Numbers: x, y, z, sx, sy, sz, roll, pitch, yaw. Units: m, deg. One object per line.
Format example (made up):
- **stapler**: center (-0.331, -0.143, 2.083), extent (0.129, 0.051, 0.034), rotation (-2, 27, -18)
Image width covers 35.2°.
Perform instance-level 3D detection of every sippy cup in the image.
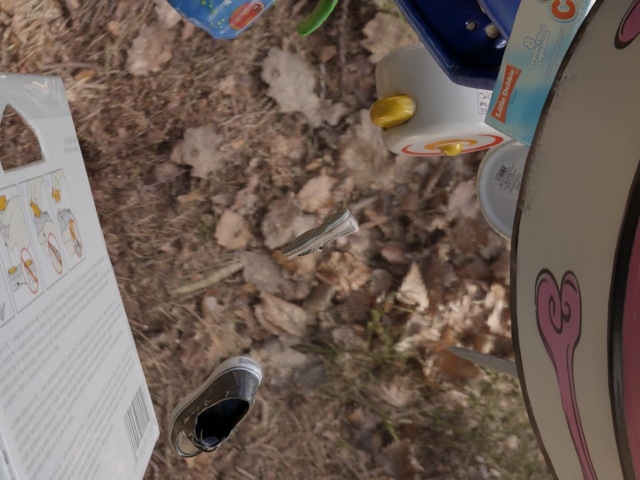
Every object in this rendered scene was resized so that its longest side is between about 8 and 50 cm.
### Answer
- **sippy cup**: center (-0.130, -0.433, 1.514), extent (0.305, 0.240, 0.224), rotation (47, 109, 8)

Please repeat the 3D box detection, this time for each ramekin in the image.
- **ramekin**: center (0.341, -0.084, 1.571), extent (0.109, 0.207, 0.207), rotation (-19, 102, -50)

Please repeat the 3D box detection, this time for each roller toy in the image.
- **roller toy**: center (0.176, -0.191, 1.410), extent (0.191, 0.209, 0.146), rotation (-7, 84, 17)

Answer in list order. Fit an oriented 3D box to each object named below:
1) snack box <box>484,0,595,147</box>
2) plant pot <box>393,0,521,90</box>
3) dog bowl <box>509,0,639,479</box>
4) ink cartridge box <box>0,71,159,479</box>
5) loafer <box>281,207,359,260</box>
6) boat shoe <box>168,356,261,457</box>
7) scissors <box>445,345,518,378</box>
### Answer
- **snack box**: center (0.270, -0.168, 0.742), extent (0.322, 0.060, 0.187), rotation (-9, 123, -39)
- **plant pot**: center (0.189, -0.303, 1.006), extent (0.212, 0.236, 0.236), rotation (-41, 108, -5)
- **dog bowl**: center (0.271, 0.025, 0.322), extent (0.408, 0.150, 0.408), rotation (1, 100, 6)
- **ink cartridge box**: center (-0.151, 0.040, 0.501), extent (0.060, 0.275, 0.239), rotation (-15, 99, 0)
- **loafer**: center (0.000, 0.000, 1.493), extent (0.125, 0.045, 0.039), rotation (-33, 108, 22)
- **boat shoe**: center (-0.149, 0.250, 1.393), extent (0.080, 0.228, 0.076), rotation (27, 40, -22)
- **scissors**: center (0.285, 0.186, 1.289), extent (0.021, 0.297, 0.109), rotation (-21, 101, -45)
